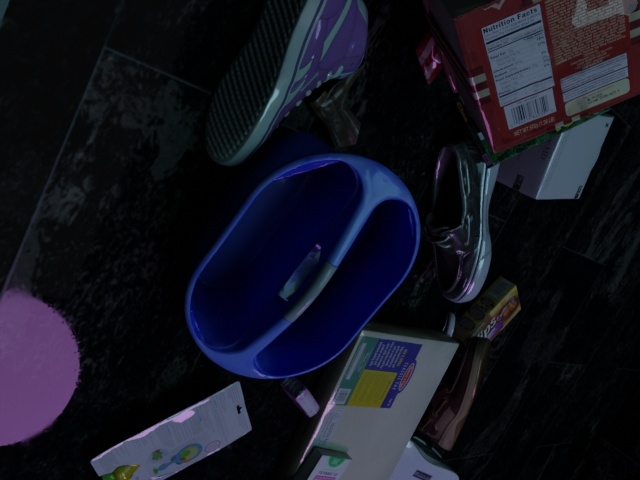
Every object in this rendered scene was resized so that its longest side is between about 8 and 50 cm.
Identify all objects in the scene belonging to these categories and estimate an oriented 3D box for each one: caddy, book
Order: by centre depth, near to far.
[{"bbox_3d":[-0.029,0.026,0.893,0.241,0.179,0.341,30,107,-26],"label":"caddy"},{"bbox_3d":[-0.011,0.472,1.329,0.096,0.035,0.144,26,98,-43],"label":"book"}]

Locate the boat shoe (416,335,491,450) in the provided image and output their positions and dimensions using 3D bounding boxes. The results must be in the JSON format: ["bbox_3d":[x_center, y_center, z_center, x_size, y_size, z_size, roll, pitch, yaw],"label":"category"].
[{"bbox_3d":[0.286,0.336,1.543,0.123,0.123,0.342,-51,158,-45],"label":"boat shoe"}]

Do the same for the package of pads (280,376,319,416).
[{"bbox_3d":[-0.036,0.283,1.242,0.032,0.050,0.083,-43,139,-14],"label":"package of pads"}]

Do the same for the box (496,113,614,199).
[{"bbox_3d":[0.456,-0.184,1.350,0.182,0.119,0.181,-4,119,-43],"label":"box"}]

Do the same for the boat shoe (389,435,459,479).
[{"bbox_3d":[0.201,0.499,1.595,0.301,0.102,0.108,33,100,-29],"label":"boat shoe"}]

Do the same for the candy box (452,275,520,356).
[{"bbox_3d":[0.382,0.183,1.586,0.187,0.053,0.109,-44,139,-15],"label":"candy box"}]

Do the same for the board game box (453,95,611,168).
[{"bbox_3d":[0.372,-0.237,1.194,0.260,0.030,0.136,-26,90,-14],"label":"board game box"}]

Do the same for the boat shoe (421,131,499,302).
[{"bbox_3d":[0.240,-0.035,1.262,0.119,0.121,0.335,-12,114,-30],"label":"boat shoe"}]

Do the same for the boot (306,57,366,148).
[{"bbox_3d":[0.042,-0.196,0.994,0.106,0.037,0.114,-39,136,1],"label":"boot"}]

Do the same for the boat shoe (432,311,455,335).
[{"bbox_3d":[0.252,0.219,1.490,0.040,0.049,0.142,18,101,-10],"label":"boat shoe"}]

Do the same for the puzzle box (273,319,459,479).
[{"bbox_3d":[0.090,0.353,1.379,0.272,0.052,0.409,14,107,-36],"label":"puzzle box"}]

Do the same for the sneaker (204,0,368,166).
[{"bbox_3d":[-0.026,-0.204,0.875,0.161,0.102,0.282,23,100,-53],"label":"sneaker"}]

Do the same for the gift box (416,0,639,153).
[{"bbox_3d":[0.268,-0.291,0.941,0.255,0.258,0.276,-18,133,6],"label":"gift box"}]

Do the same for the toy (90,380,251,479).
[{"bbox_3d":[-0.230,0.300,1.060,0.237,0.056,0.137,-28,137,-22],"label":"toy"}]
